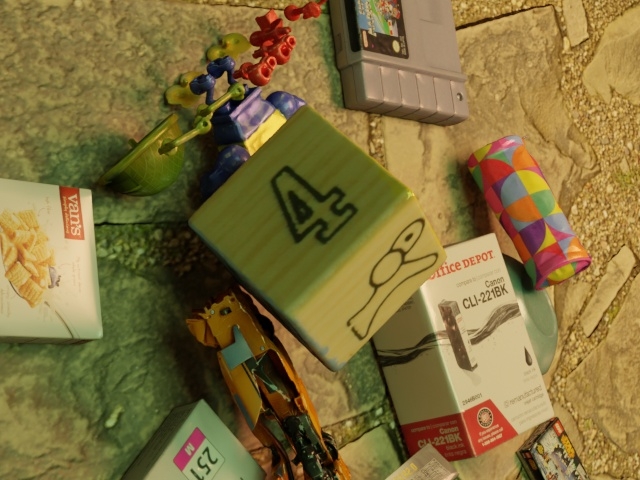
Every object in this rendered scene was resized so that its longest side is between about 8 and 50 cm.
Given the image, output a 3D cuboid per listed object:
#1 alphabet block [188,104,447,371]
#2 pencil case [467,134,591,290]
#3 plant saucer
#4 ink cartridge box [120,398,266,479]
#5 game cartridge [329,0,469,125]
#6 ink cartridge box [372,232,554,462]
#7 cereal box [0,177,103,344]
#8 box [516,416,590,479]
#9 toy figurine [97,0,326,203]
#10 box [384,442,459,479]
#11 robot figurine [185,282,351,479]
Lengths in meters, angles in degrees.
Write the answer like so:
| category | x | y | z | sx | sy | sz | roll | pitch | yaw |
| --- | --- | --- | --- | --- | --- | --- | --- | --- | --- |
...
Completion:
| category | x | y | z | sx | sy | sz | roll | pitch | yaw |
| --- | --- | --- | --- | --- | --- | --- | --- | --- | --- |
| alphabet block | 0.000 | 0.000 | 1.601 | 0.197 | 0.193 | 0.192 | -45 | 152 | -6 |
| pencil case | 0.303 | -0.043 | 2.023 | 0.104 | 0.104 | 0.236 | -1 | 58 | -44 |
| plant saucer | 0.304 | 0.100 | 2.023 | 0.195 | 0.037 | 0.195 | 40 | 37 | -40 |
| ink cartridge box | -0.142 | 0.355 | 1.531 | 0.239 | 0.060 | 0.275 | 51 | 48 | -17 |
| game cartridge | 0.106 | -0.351 | 2.011 | 0.230 | 0.068 | 0.355 | 6 | 72 | -47 |
| ink cartridge box | 0.181 | 0.143 | 1.874 | 0.197 | 0.114 | 0.273 | -16 | 87 | -46 |
| cereal box | -0.343 | 0.020 | 1.454 | 0.240 | 0.047 | 0.173 | 5 | 73 | -43 |
| box | 0.347 | 0.340 | 2.030 | 0.094 | 0.027 | 0.137 | -38 | 103 | -45 |
| toy figurine | -0.073 | -0.110 | 1.671 | 0.217 | 0.191 | 0.362 | 57 | 47 | -21 |
| box | 0.045 | 0.357 | 1.621 | 0.056 | 0.183 | 0.231 | 42 | 43 | 15 |
| robot figurine | -0.052 | 0.193 | 1.603 | 0.291 | 0.085 | 0.211 | 62 | 0 | -2 |
